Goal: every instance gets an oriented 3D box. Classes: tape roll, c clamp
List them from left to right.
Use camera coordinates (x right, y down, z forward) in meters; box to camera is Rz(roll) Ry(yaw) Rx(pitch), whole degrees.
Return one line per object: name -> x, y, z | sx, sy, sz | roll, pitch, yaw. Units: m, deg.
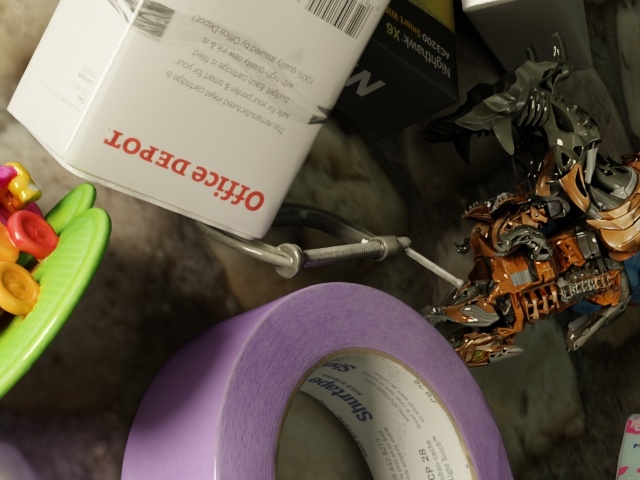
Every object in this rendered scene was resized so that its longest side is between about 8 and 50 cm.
c clamp -> 0.000, 0.000, 0.802 | 0.161, 0.137, 0.022 | -3, 117, -45
tape roll -> 0.011, 0.169, 0.751 | 0.275, 0.090, 0.274 | 24, 55, -40

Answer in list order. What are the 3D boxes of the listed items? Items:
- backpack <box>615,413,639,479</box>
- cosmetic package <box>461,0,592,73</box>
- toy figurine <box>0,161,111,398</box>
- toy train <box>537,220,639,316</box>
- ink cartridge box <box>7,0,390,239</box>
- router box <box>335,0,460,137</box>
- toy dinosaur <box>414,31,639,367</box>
backpack -> 0.383, 0.269, 1.092 | 0.253, 0.191, 0.225 | 52, 40, -22
cosmetic package -> 0.184, -0.231, 1.076 | 0.231, 0.086, 0.117 | 24, 58, -66
toy figurine -> -0.201, -0.020, 0.586 | 0.159, 0.130, 0.173 | 40, 26, -22
toy train -> 0.252, 0.017, 1.102 | 0.184, 0.105, 0.080 | 19, 62, -46
ink cartridge box -> -0.061, -0.130, 0.708 | 0.160, 0.092, 0.219 | 23, 99, -44
router box -> -0.023, -0.251, 0.885 | 0.309, 0.081, 0.242 | 28, 51, -41
toy dinosaur -> 0.197, -0.040, 0.979 | 0.322, 0.164, 0.218 | -42, 96, -29
